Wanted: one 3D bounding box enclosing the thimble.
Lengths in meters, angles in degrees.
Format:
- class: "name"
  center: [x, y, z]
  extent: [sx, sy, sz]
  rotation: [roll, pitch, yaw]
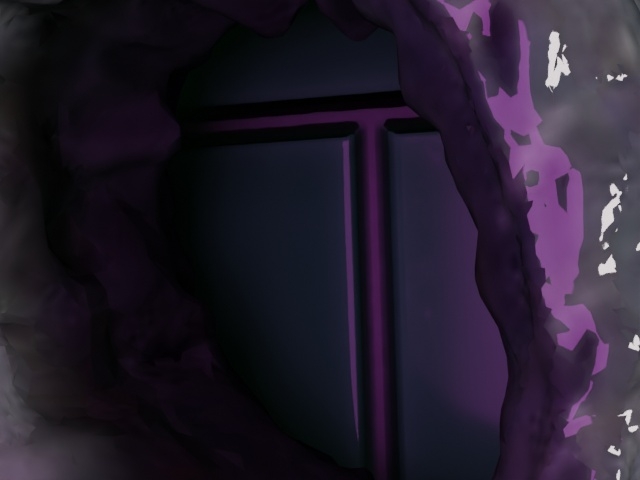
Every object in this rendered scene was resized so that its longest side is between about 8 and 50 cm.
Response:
- class: "thimble"
  center: [0.000, 0.000, 0.402]
  extent: [0.236, 0.172, 0.205]
  rotation: [42, 106, 20]
